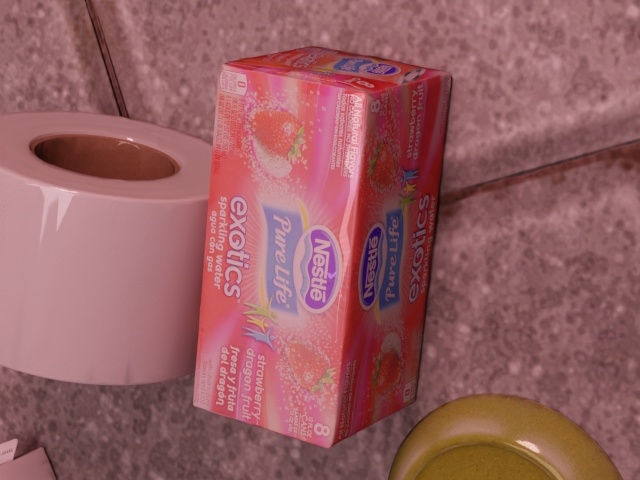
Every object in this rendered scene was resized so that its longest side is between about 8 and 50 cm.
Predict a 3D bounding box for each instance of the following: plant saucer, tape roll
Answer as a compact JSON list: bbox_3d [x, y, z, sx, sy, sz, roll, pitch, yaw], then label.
[{"bbox_3d":[0.153,0.251,1.509,0.241,0.037,0.241,7,104,30],"label":"plant saucer"},{"bbox_3d":[-0.198,0.002,1.545,0.246,0.246,0.169,21,111,26],"label":"tape roll"}]

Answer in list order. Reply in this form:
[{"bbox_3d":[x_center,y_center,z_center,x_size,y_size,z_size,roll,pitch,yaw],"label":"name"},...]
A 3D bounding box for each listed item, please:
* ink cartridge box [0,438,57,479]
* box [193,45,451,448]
[{"bbox_3d":[-0.315,0.278,1.770,0.092,0.090,0.143,-24,88,33],"label":"ink cartridge box"},{"bbox_3d":[0.000,0.000,1.477,0.142,0.154,0.300,14,107,28],"label":"box"}]
